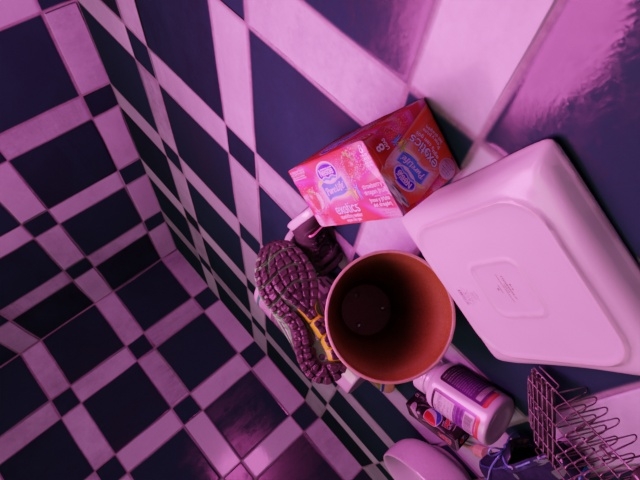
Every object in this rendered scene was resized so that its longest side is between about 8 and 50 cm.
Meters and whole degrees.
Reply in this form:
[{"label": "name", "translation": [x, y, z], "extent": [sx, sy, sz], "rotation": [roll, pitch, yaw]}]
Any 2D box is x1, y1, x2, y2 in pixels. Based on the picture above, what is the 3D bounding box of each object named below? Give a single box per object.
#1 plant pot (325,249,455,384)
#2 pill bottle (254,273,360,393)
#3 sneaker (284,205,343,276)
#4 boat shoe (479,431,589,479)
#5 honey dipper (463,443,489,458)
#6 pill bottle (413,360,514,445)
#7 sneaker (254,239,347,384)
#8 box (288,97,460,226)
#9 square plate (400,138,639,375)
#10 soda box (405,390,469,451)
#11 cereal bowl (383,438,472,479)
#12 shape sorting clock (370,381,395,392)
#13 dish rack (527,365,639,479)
[{"label": "plant pot", "translation": [0.113, 0.147, 0.942], "extent": [0.237, 0.237, 0.254], "rotation": [52, 172, 1]}, {"label": "pill bottle", "translation": [0.008, 0.214, 1.233], "extent": [0.361, 0.204, 0.204], "rotation": [43, 156, 21]}, {"label": "sneaker", "translation": [0.000, 0.000, 1.076], "extent": [0.147, 0.104, 0.296], "rotation": [49, 163, 5]}, {"label": "boat shoe", "translation": [0.418, 0.437, 0.936], "extent": [0.089, 0.109, 0.258], "rotation": [57, 142, 8]}, {"label": "honey dipper", "translation": [0.389, 0.543, 1.214], "extent": [0.030, 0.030, 0.160], "rotation": [53, 162, 0]}, {"label": "pill bottle", "translation": [0.294, 0.328, 0.971], "extent": [0.193, 0.108, 0.108], "rotation": [27, 147, 47]}, {"label": "sneaker", "translation": [-0.056, 0.162, 1.059], "extent": [0.146, 0.134, 0.344], "rotation": [122, 126, -78]}, {"label": "box", "translation": [0.072, -0.110, 0.730], "extent": [0.123, 0.128, 0.256], "rotation": [58, 158, -13]}, {"label": "square plate", "translation": [0.286, 0.061, 0.673], "extent": [0.347, 0.049, 0.344], "rotation": [55, 157, -4]}, {"label": "soda box", "translation": [0.312, 0.482, 1.236], "extent": [0.168, 0.053, 0.060], "rotation": [26, 146, 47]}, {"label": "cereal bowl", "translation": [0.361, 0.740, 1.407], "extent": [0.339, 0.141, 0.339], "rotation": [42, 156, 24]}, {"label": "shape sorting clock", "translation": [0.153, 0.373, 1.398], "extent": [0.206, 0.040, 0.206], "rotation": [46, 157, 26]}, {"label": "dish rack", "translation": [0.419, 0.330, 0.708], "extent": [0.271, 0.074, 0.209], "rotation": [-117, 14, -65]}]
